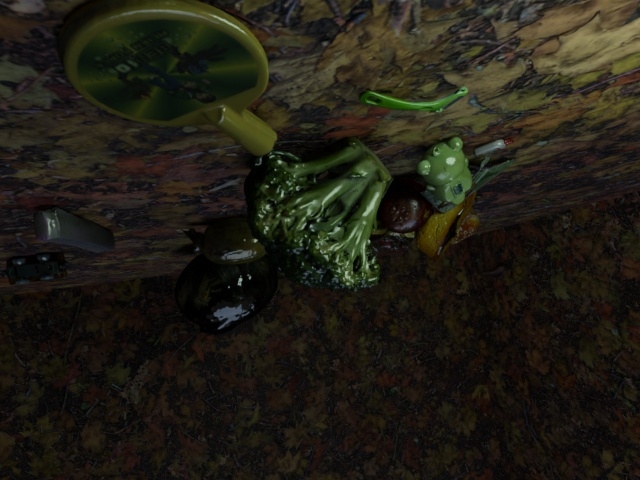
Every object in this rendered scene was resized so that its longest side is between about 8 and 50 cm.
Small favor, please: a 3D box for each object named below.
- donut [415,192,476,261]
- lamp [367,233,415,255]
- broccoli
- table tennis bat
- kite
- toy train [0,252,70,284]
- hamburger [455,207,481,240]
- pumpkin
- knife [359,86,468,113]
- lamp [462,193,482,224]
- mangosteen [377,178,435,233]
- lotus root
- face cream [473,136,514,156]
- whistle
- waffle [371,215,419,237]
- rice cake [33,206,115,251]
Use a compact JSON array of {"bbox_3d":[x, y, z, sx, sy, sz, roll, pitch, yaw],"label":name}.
[{"bbox_3d":[0.389,-0.058,1.316,0.118,0.254,0.253,35,-173,17],"label":"donut"},{"bbox_3d":[0.231,-0.025,1.617,0.176,0.177,0.273,-4,173,-32],"label":"lamp"},{"bbox_3d":[0.012,-0.050,0.824,0.283,0.321,0.303,-43,172,17],"label":"broccoli"},{"bbox_3d":[-0.137,-0.170,0.503,0.198,0.050,0.320,-13,168,17],"label":"table tennis bat"},{"bbox_3d":[0.368,-0.139,1.093,0.322,0.013,0.268,-19,155,-23],"label":"kite"},{"bbox_3d":[-0.955,0.094,1.465,0.219,0.090,0.127,-8,-176,-7],"label":"toy train"},{"bbox_3d":[0.517,-0.068,1.707,0.236,0.148,0.237,-10,170,-2],"label":"hamburger"},{"bbox_3d":[-0.400,0.188,1.844,0.453,0.344,0.454,-27,-173,4],"label":"pumpkin"},{"bbox_3d":[0.135,-0.204,0.631,0.166,0.023,0.078,-7,168,-24],"label":"knife"},{"bbox_3d":[0.440,-0.101,1.489,0.252,0.119,0.118,-6,173,-13],"label":"lamp"},{"bbox_3d":[0.226,-0.094,1.175,0.146,0.156,0.181,-46,-177,12],"label":"mangosteen"},{"bbox_3d":[-0.292,0.005,1.337,0.277,0.154,0.154,-2,172,-10],"label":"lotus root"},{"bbox_3d":[0.376,-0.203,0.935,0.040,0.021,0.083,-4,171,-41],"label":"face cream"},{"bbox_3d":[0.275,-0.139,0.931,0.105,0.085,0.227,-36,146,12],"label":"whistle"},{"bbox_3d":[0.145,-0.055,1.358,0.301,0.068,0.324,3,-175,-44],"label":"waffle"},{"bbox_3d":[-0.597,-0.018,1.065,0.056,0.073,0.365,-10,176,-8],"label":"rice cake"}]
